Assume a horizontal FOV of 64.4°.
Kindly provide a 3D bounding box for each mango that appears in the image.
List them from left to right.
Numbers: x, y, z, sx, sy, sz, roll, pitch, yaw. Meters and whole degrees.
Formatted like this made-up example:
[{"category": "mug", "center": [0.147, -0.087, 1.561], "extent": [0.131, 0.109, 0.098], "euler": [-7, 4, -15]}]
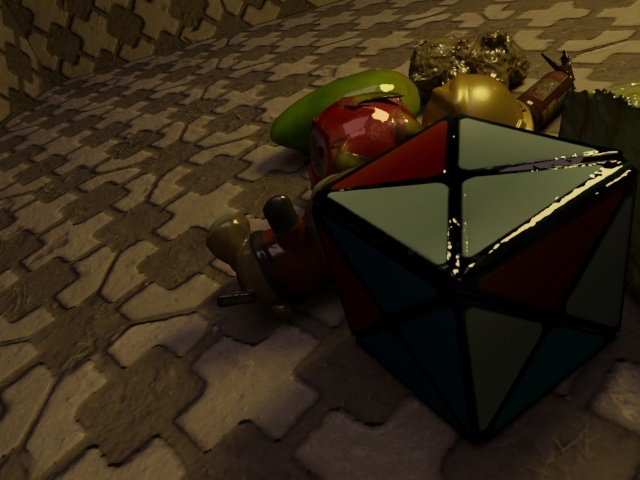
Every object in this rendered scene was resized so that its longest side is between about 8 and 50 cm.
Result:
[{"category": "mango", "center": [0.051, -0.277, 1.133], "extent": [0.343, 0.156, 0.192], "euler": [-15, 26, 11]}]

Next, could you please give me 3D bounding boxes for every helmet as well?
[{"category": "helmet", "center": [0.264, -0.225, 0.931], "extent": [0.205, 0.140, 0.257], "euler": [-29, 33, 24]}]

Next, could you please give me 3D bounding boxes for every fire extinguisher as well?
[{"category": "fire extinguisher", "center": [0.462, -0.313, 1.037], "extent": [0.252, 0.106, 0.075], "euler": [-39, 21, -26]}]

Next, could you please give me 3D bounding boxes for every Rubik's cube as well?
[{"category": "Rubik's cube", "center": [0.168, 0.026, 0.587], "extent": [0.250, 0.246, 0.248], "euler": [-30, 37, -17]}]

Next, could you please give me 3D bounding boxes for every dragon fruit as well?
[{"category": "dragon fruit", "center": [0.093, -0.159, 0.916], "extent": [0.227, 0.224, 0.224], "euler": [-11, 34, -9]}]

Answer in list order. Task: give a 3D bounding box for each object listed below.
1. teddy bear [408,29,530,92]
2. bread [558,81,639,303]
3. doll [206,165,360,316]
[{"category": "teddy bear", "center": [0.324, -0.397, 1.176], "extent": [0.256, 0.156, 0.267], "euler": [8, 44, 35]}, {"category": "bread", "center": [0.481, -0.072, 0.599], "extent": [0.263, 0.239, 0.395], "euler": [-11, 33, 6]}, {"category": "doll", "center": [0.000, 0.000, 0.761], "extent": [0.329, 0.235, 0.174], "euler": [-24, 64, 8]}]
